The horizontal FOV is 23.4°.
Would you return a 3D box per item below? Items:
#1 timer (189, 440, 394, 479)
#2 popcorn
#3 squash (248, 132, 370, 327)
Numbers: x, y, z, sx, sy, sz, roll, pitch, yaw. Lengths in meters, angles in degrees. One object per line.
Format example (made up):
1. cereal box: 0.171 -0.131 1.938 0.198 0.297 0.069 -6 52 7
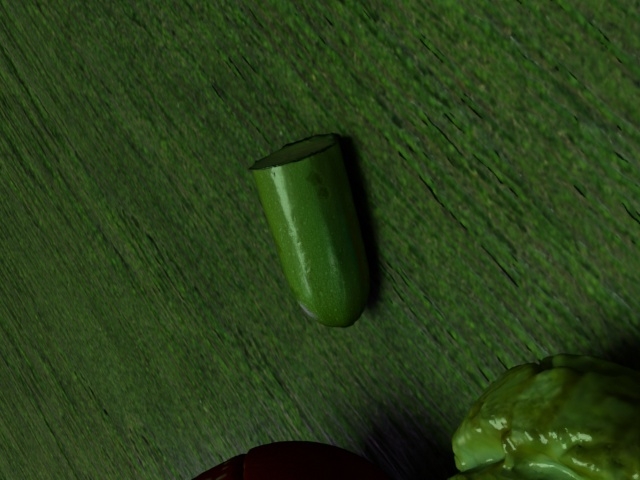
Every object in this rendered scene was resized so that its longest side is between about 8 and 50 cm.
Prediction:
1. timer: -0.005 0.379 1.480 0.378 0.279 0.378 -25 -90 -86
2. popcorn: 0.204 0.185 1.188 0.221 0.184 0.204 -1 120 44
3. squash: 0.000 0.000 1.487 0.095 0.095 0.188 3 113 57
